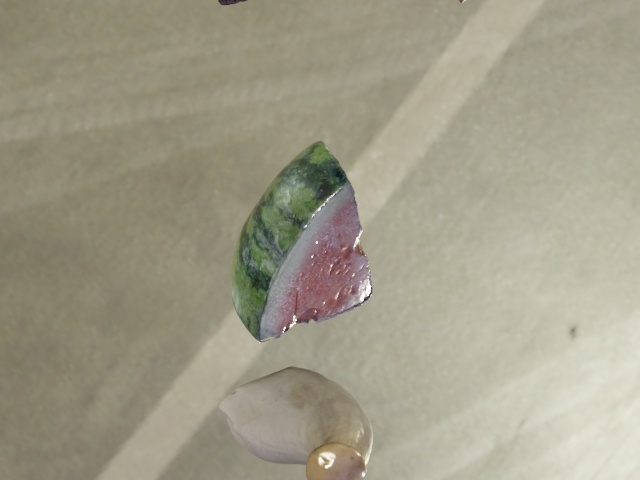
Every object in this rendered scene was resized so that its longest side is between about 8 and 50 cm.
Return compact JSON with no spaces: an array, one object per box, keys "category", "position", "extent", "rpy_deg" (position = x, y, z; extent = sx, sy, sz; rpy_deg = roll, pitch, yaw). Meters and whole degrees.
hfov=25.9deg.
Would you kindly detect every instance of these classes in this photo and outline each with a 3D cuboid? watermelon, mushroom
[{"category":"watermelon","position":[0.000,0.000,1.953],"extent":[0.201,0.213,0.261],"rpy_deg":[20,114,-27]},{"category":"mushroom","position":[-0.009,0.200,1.495],"extent":[0.118,0.270,0.103],"rpy_deg":[-32,107,-20]}]

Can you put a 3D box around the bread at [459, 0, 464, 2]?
[{"category":"bread","position":[0.211,-0.456,2.077],"extent":[0.119,0.067,0.192],"rpy_deg":[-24,123,28]}]

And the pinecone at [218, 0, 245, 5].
[{"category":"pinecone","position":[-0.107,-0.365,1.767],"extent":[0.140,0.140,0.121],"rpy_deg":[-44,167,-8]}]
